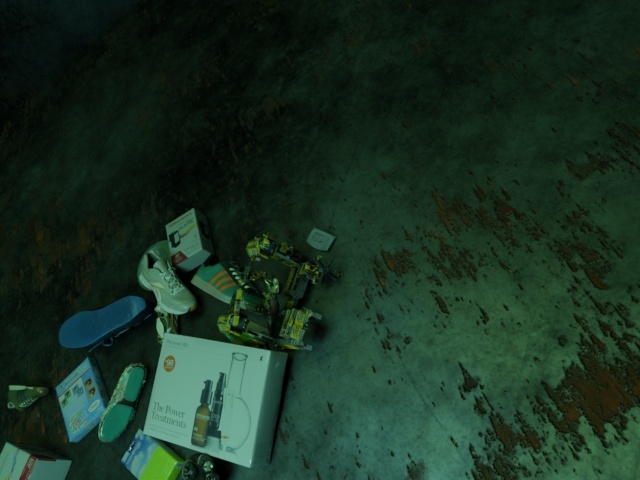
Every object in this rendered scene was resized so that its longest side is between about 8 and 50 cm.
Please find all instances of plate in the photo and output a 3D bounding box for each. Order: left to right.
[{"bbox_3d":[-0.564,0.081,1.765,0.188,0.024,0.188,-12,62,25],"label":"plate"}]

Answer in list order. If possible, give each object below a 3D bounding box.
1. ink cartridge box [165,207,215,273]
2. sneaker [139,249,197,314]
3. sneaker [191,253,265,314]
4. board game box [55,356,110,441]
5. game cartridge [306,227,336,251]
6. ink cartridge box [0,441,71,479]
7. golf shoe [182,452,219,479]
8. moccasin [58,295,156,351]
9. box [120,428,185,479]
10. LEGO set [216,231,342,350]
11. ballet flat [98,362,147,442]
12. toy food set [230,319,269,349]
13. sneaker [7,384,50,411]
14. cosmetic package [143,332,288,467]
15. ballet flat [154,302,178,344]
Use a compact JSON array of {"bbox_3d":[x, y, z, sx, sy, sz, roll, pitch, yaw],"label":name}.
[{"bbox_3d":[-0.433,0.000,1.702,0.127,0.072,0.175,-30,56,14],"label":"ink cartridge box"},{"bbox_3d":[-0.483,0.127,1.608,0.262,0.121,0.099,32,42,28],"label":"sneaker"},{"bbox_3d":[-0.262,0.123,1.526,0.302,0.108,0.121,20,82,36],"label":"sneaker"},{"bbox_3d":[-0.767,0.511,1.660,0.160,0.039,0.211,-43,53,5],"label":"board game box"},{"bbox_3d":[0.000,0.000,1.498,0.083,0.017,0.056,25,77,35],"label":"game cartridge"},{"bbox_3d":[-0.891,0.709,1.577,0.176,0.128,0.127,5,70,30],"label":"ink cartridge box"},{"bbox_3d":[-0.291,0.676,1.293,0.120,0.105,0.272,144,120,-64],"label":"golf shoe"},{"bbox_3d":[-0.695,0.283,1.689,0.342,0.117,0.137,-17,72,16],"label":"moccasin"},{"bbox_3d":[-0.471,0.621,1.440,0.178,0.042,0.109,22,78,35],"label":"box"},{"bbox_3d":[-0.100,0.138,1.336,0.192,0.255,0.331,-13,45,54],"label":"LEGO set"},{"bbox_3d":[-0.600,0.489,1.566,0.077,0.091,0.241,-10,53,59],"label":"ballet flat"},{"bbox_3d":[-0.209,0.324,1.441,0.132,0.038,0.192,14,75,33],"label":"toy food set"},{"bbox_3d":[-1.007,0.543,1.767,0.192,0.064,0.086,-6,72,27],"label":"sneaker"},{"bbox_3d":[-0.287,0.414,1.386,0.377,0.097,0.284,2,74,30],"label":"cosmetic package"},{"bbox_3d":[-0.486,0.238,1.619,0.073,0.067,0.206,-28,56,15],"label":"ballet flat"}]
